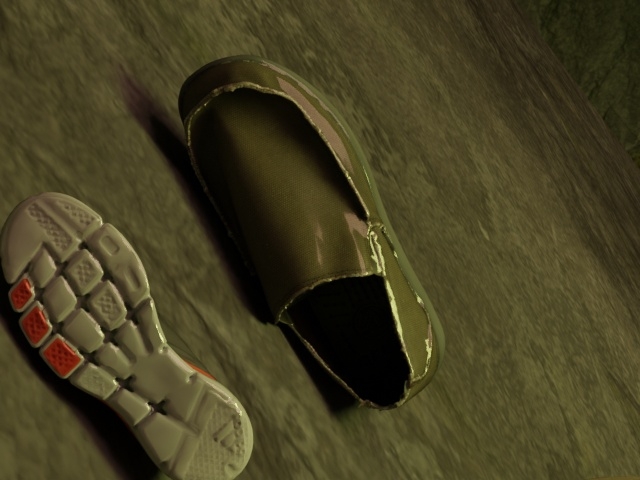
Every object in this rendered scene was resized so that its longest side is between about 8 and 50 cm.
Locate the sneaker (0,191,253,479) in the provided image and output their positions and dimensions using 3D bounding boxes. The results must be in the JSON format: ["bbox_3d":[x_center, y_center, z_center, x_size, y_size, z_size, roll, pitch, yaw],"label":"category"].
[{"bbox_3d":[-0.094,0.047,0.729,0.158,0.061,0.065,56,-9,-12],"label":"sneaker"}]

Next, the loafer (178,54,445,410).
[{"bbox_3d":[0.000,0.000,0.961,0.251,0.094,0.087,55,14,-15],"label":"loafer"}]

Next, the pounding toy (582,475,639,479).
[{"bbox_3d":[0.198,0.269,1.006,0.237,0.183,0.110,-92,173,-55],"label":"pounding toy"}]
